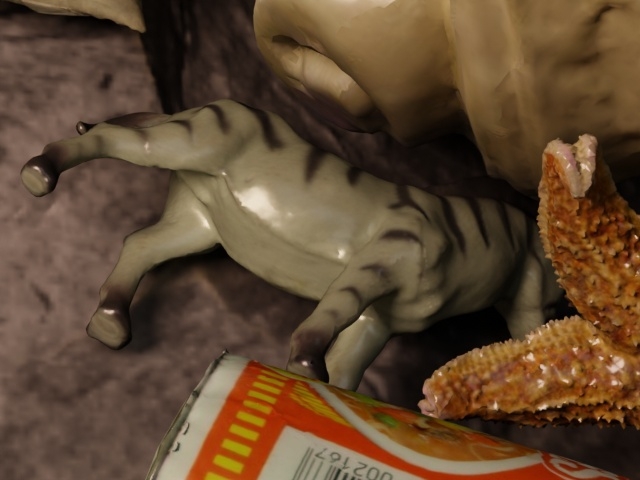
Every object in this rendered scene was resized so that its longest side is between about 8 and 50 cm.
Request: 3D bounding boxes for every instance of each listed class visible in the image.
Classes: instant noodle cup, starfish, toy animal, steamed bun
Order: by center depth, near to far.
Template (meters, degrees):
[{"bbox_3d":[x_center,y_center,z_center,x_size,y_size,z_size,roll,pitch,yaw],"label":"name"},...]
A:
[{"bbox_3d":[0.034,0.140,0.547,0.212,0.193,0.193,24,56,3],"label":"instant noodle cup"},{"bbox_3d":[0.156,0.047,0.630,0.227,0.240,0.043,-20,38,11],"label":"starfish"},{"bbox_3d":[0.071,-0.153,0.664,0.352,0.247,0.339,30,14,-9],"label":"steamed bun"},{"bbox_3d":[0.003,-0.003,0.667,0.217,0.073,0.176,33,46,5],"label":"toy animal"}]

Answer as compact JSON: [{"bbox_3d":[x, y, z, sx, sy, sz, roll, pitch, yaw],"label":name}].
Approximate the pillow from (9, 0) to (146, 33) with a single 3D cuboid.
[{"bbox_3d":[-0.156,-0.169,0.693,0.181,0.078,0.134,10,53,-16],"label":"pillow"}]
